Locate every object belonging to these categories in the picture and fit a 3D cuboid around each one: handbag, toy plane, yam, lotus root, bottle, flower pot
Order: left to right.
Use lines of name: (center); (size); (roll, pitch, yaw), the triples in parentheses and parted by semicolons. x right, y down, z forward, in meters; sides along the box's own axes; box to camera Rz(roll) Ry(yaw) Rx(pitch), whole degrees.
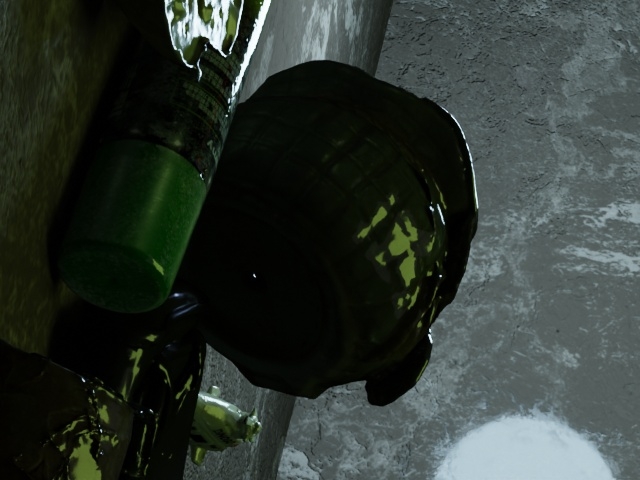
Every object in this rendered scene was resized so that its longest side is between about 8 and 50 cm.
yam: (-0.191, 0.196, 0.970); (0.131, 0.131, 0.280); (90, 14, -65)
handbag: (-0.156, 0.155, 1.381); (0.275, 0.088, 0.244); (-23, 128, -82)
lotus root: (-0.109, -0.220, 1.209); (0.183, 0.078, 0.203); (52, 45, -67)
bottle: (-0.114, -0.098, 1.299); (0.093, 0.093, 0.330); (94, 9, -53)
toy plane: (-0.128, 0.168, 1.719); (0.286, 0.108, 0.092); (58, 43, -64)
flower pot: (0.000, 0.000, 1.554); (0.213, 0.302, 0.302); (-47, 154, -41)

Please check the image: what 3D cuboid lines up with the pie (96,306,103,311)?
pie: (-0.169, 0.030, 1.377); (0.084, 0.021, 0.084); (9, 90, -87)
